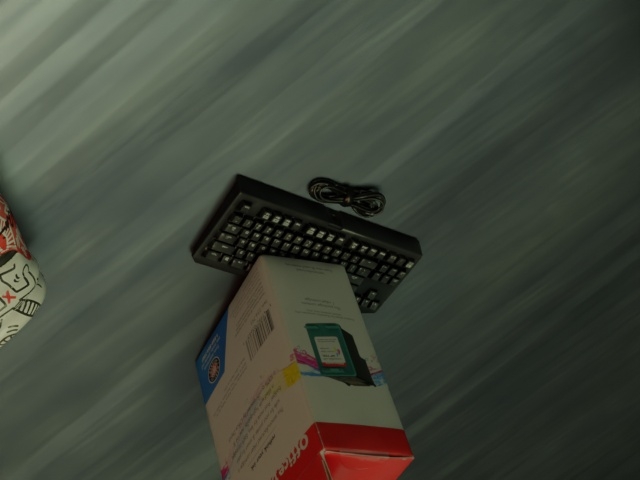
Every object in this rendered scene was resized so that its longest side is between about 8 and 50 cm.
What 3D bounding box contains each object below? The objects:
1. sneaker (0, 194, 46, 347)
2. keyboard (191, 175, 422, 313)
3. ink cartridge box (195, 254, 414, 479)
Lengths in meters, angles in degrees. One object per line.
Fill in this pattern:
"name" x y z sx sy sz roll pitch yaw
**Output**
"sneaker" -0.314 0.057 0.816 0.270 0.090 0.145 -30 130 -4
"keyboard" 0.000 0.000 0.962 0.180 0.023 0.108 18 116 -35
"ink cartridge box" -0.013 0.139 0.911 0.078 0.231 0.134 9 132 -29
